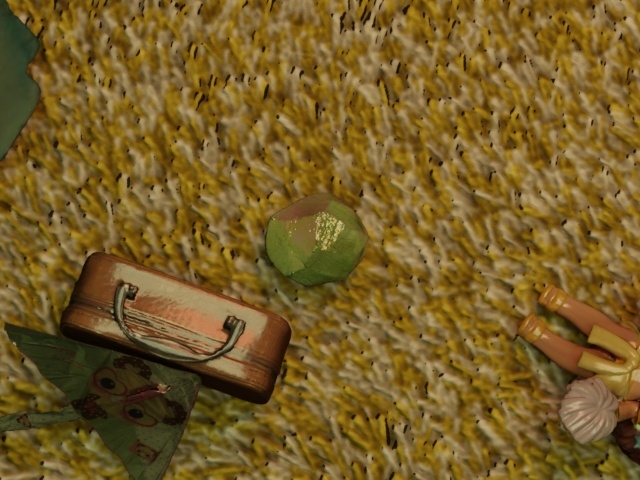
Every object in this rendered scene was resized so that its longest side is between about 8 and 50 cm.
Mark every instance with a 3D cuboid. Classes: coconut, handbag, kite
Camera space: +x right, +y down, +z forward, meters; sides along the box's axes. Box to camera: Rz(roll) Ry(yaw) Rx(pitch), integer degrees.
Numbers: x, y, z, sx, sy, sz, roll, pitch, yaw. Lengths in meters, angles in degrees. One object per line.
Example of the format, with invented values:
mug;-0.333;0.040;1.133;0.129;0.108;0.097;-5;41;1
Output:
coconut;0.000;0.000;1.510;0.082;0.081;0.083;0;78;36
handbag;-0.120;0.076;1.454;0.193;0.151;0.072;22;79;-4
kite;-0.205;0.147;1.451;0.250;0.012;0.229;-14;128;25

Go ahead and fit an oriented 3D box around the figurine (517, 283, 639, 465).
figurine;0.289;0.124;1.507;0.240;0.116;0.174;35;81;4

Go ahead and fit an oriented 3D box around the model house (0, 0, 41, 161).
model house;-0.416;-0.123;1.431;0.249;0.230;0.280;26;80;22
